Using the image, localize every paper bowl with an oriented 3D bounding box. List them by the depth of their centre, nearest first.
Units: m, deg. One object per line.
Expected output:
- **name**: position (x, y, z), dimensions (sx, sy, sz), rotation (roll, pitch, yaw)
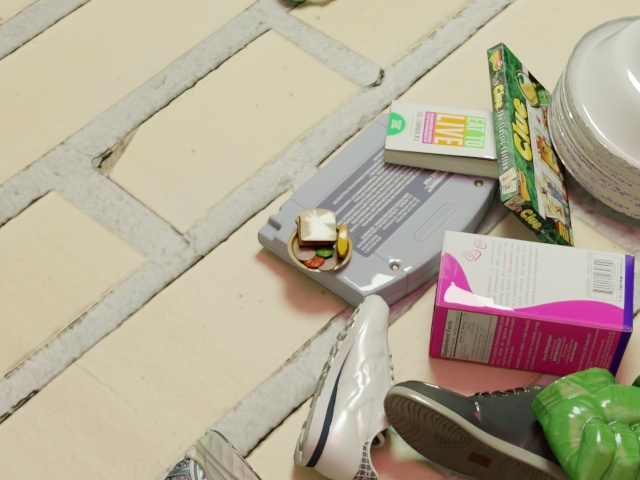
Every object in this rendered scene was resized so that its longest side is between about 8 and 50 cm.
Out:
- **paper bowl**: position (0.442, -0.171, 1.855), dimensions (0.284, 0.148, 0.284), rotation (6, 53, -8)

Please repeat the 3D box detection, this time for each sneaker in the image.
- **sneaker**: position (-0.066, 0.330, 1.503), dimensions (0.122, 0.110, 0.283), rotation (-41, 59, -9)
- **sneaker**: position (0.179, 0.192, 1.615), dimensions (0.222, 0.083, 0.118), rotation (28, 47, -4)
- **sneaker**: position (0.045, 0.167, 1.644), dimensions (0.095, 0.090, 0.235), rotation (21, 56, -1)

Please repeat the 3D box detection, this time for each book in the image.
- **book**: position (0.156, -0.130, 1.848), dimensions (0.144, 0.035, 0.096), rotation (6, 47, 4)

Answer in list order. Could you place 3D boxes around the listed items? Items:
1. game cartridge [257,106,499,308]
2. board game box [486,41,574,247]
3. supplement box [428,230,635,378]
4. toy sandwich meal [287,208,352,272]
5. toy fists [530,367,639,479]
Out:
- **game cartridge**: position (0.089, -0.041, 1.823), dimensions (0.196, 0.060, 0.294), rotation (31, 57, 25)
- **board game box**: position (0.263, -0.117, 1.848), dimensions (0.030, 0.136, 0.259), rotation (-28, 44, 30)
- **supplement box**: position (0.241, 0.076, 1.696), dimensions (0.220, 0.114, 0.111), rotation (9, 52, 3)
- **toy sandwich meal**: position (0.000, 0.000, 1.735), dimensions (0.086, 0.029, 0.085), rotation (1, 51, -1)
- **toy fists**: position (0.365, 0.200, 1.577), dimensions (0.279, 0.096, 0.142), rotation (-5, 52, -34)
